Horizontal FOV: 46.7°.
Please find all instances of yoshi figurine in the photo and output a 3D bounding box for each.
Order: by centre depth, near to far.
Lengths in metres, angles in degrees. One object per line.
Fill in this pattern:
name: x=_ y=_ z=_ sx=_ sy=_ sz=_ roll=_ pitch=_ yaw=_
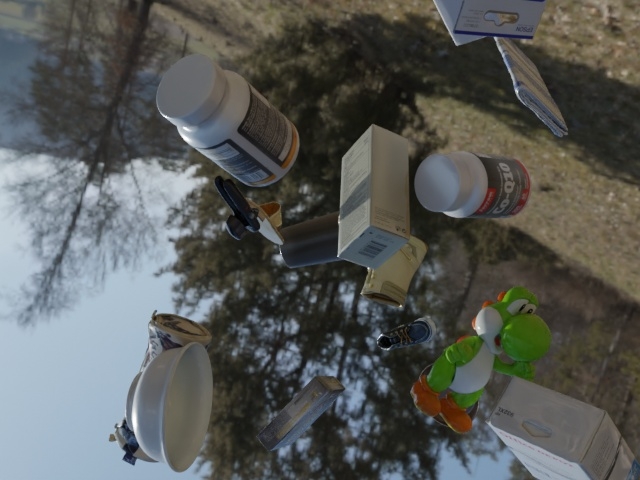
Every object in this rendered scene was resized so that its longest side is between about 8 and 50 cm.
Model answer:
yoshi figurine: x=0.383 y=0.275 z=1.678 sx=0.203 sy=0.362 sz=0.203 roll=39 pitch=-170 yaw=17

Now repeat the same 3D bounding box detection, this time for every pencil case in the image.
pencil case: x=-0.421 y=0.385 z=1.956 sx=0.183 sy=0.410 sz=0.160 roll=14 pitch=-166 yaw=-21

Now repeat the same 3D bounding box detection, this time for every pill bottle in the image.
pill bottle: x=-0.171 y=-0.224 z=1.409 sx=0.162 sy=0.162 sz=0.278 roll=17 pitch=169 yaw=34
pill bottle: x=0.372 y=-0.134 z=1.804 sx=0.283 sy=0.161 sz=0.161 roll=-1 pitch=-166 yaw=-42

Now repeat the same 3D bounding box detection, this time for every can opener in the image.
can opener: x=-0.171 y=-0.071 z=1.544 sx=0.059 sy=0.073 sz=0.186 roll=15 pitch=150 yaw=21

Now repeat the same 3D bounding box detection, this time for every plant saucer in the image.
plant saucer: x=0.377 y=0.443 z=2.151 sx=0.198 sy=0.199 sz=0.036 roll=17 pitch=-159 yaw=34

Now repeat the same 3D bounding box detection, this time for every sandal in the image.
sandal: x=-0.129 y=-0.067 z=1.877 sx=0.088 sy=0.079 sz=0.240 roll=26 pitch=168 yaw=25

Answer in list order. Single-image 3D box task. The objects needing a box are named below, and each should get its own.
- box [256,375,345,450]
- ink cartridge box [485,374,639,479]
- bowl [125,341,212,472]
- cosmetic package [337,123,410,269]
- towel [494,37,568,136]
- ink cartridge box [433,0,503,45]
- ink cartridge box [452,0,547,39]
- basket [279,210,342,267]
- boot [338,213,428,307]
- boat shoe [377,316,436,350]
box: x=-0.049 y=0.467 z=2.019 sx=0.056 sy=0.231 sz=0.183 roll=45 pitch=-176 yaw=18
ink cartridge box: x=0.530 y=0.444 z=1.601 sx=0.223 sy=0.129 sz=0.307 roll=17 pitch=157 yaw=45
bowl: x=-0.364 y=0.383 z=1.738 sx=0.134 sy=0.298 sz=0.298 roll=3 pitch=-175 yaw=13
cosmetic package: x=0.128 y=-0.106 z=1.789 sx=0.113 sy=0.309 sz=0.160 roll=20 pitch=143 yaw=-21
towel: x=0.499 y=-0.391 z=1.798 sx=0.209 sy=0.034 sz=0.285 roll=32 pitch=-145 yaw=-34
ink cartridge box: x=0.312 y=-0.611 z=1.650 sx=0.117 sy=0.278 sz=0.201 roll=-15 pitch=150 yaw=23
ink cartridge box: x=0.327 y=-0.511 z=1.183 sx=0.175 sy=0.371 sz=0.069 roll=-4 pitch=-144 yaw=-26
basket: x=0.000 y=0.000 z=2.255 sx=0.226 sy=0.154 sz=0.204 roll=-13 pitch=170 yaw=17
boot: x=0.140 y=0.049 z=2.002 sx=0.262 sy=0.203 sz=0.095 roll=27 pitch=160 yaw=-5
boat shoe: x=0.227 y=0.255 z=1.965 sx=0.083 sy=0.065 sz=0.183 roll=-15 pitch=170 yaw=-31
